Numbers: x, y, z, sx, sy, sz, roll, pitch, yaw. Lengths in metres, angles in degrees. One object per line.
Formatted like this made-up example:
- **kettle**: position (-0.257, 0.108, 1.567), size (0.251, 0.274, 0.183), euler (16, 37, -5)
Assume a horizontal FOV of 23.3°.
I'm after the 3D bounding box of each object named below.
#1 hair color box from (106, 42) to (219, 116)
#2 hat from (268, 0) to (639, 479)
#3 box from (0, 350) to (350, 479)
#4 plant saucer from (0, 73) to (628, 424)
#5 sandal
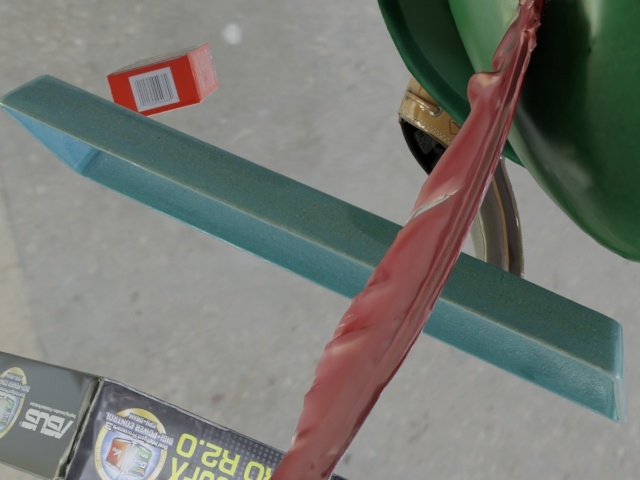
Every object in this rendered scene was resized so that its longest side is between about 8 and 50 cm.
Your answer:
- **hair color box**: position (-0.129, -0.133, 1.296), size (0.072, 0.141, 0.043), euler (-14, 99, 4)
- **hat**: position (0.078, -0.023, 0.326), size (0.173, 0.183, 0.208), euler (17, 128, 0)
- **box**: position (-0.121, 0.126, 0.919), size (0.270, 0.216, 0.060), euler (5, 72, 51)
- **plant saucer**: position (0.000, 0.000, 0.439), size (0.192, 0.067, 0.018), euler (23, 80, 18)
- **sandal**: position (0.075, -0.054, 0.880), size (0.060, 0.090, 0.219), euler (-6, 72, 4)
